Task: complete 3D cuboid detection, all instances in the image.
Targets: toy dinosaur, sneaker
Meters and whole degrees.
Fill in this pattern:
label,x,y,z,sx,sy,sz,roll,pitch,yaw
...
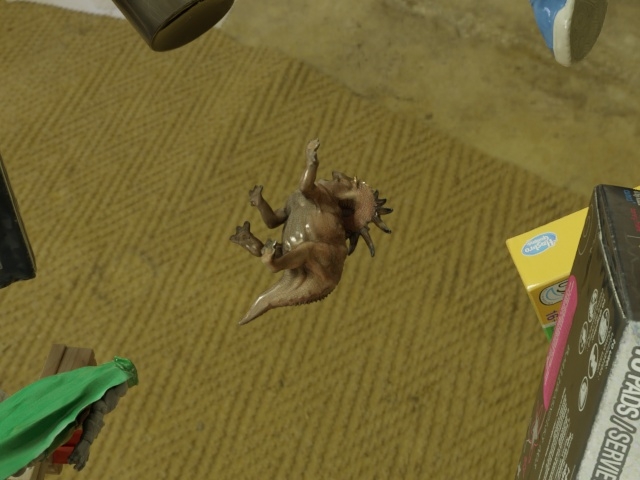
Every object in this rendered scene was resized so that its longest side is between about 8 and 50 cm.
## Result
label,x,y,z,sx,sy,sz,roll,pitch,yaw
toy dinosaur,0.000,0.000,1.112,0.127,0.200,0.295,-9,54,49
sneaker,0.158,-0.201,0.590,0.058,0.152,0.084,-45,48,-19

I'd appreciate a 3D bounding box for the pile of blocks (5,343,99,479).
label,x,y,z,sx,sy,sz,roll,pitch,yaw
pile of blocks,-0.356,0.274,1.094,0.113,0.149,0.362,4,20,3

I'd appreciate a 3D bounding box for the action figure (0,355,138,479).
label,x,y,z,sx,sy,sz,roll,pitch,yaw
action figure,-0.223,0.151,0.647,0.137,0.063,0.232,-9,14,31

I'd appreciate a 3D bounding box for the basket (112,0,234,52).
label,x,y,z,sx,sy,sz,roll,pitch,yaw
basket,-0.221,-0.365,1.010,0.154,0.204,0.227,-35,87,30

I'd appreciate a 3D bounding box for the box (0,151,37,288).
label,x,y,z,sx,sy,sz,roll,pitch,yaw
box,-0.585,-0.149,0.769,0.472,0.480,0.297,-18,39,-19

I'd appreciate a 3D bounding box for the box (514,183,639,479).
label,x,y,z,sx,sy,sz,roll,pitch,yaw
box,0.194,0.120,0.432,0.142,0.247,0.163,10,27,9

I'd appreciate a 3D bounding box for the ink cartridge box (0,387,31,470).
label,x,y,z,sx,sy,sz,roll,pitch,yaw
ink cartridge box,-0.409,0.161,0.765,0.189,0.232,0.066,-19,34,13

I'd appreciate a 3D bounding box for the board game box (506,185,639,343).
label,x,y,z,sx,sy,sz,roll,pitch,yaw
board game box,0.371,0.024,0.818,0.316,0.242,0.064,-24,49,12
